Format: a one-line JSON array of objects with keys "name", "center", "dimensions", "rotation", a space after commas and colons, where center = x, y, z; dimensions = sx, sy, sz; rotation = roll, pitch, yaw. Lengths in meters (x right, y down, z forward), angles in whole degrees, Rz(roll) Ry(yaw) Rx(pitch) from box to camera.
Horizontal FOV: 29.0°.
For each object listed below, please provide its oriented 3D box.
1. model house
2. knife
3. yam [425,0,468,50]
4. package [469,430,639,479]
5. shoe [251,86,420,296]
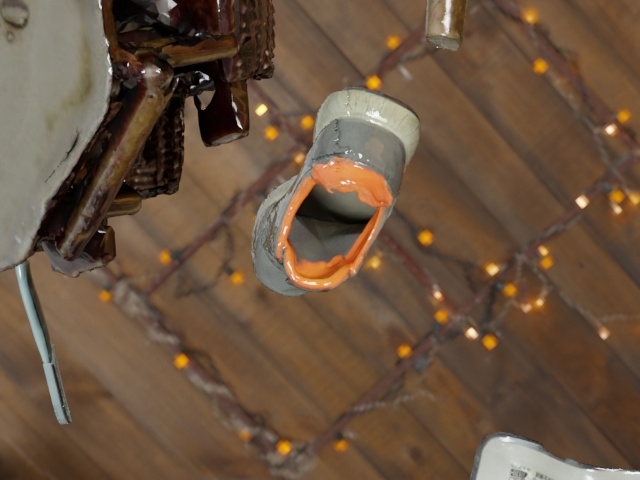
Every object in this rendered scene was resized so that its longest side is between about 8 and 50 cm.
[{"name": "model house", "center": [-0.123, -0.129, 0.920], "dimensions": [0.297, 0.317, 0.282], "rotation": [11, 20, 39]}, {"name": "knife", "center": [-0.253, 0.101, 1.144], "dimensions": [0.015, 0.210, 0.028], "rotation": [-12, 37, -9]}, {"name": "yam", "center": [0.153, -0.338, 1.414], "dimensions": [0.057, 0.056, 0.241], "rotation": [165, 112, -72]}, {"name": "package", "center": [0.165, 0.261, 0.887], "dimensions": [0.166, 0.040, 0.232], "rotation": [7, 74, 26]}, {"name": "shoe", "center": [0.000, 0.000, 1.312], "dimensions": [0.336, 0.132, 0.171], "rotation": [122, 169, -51]}]
